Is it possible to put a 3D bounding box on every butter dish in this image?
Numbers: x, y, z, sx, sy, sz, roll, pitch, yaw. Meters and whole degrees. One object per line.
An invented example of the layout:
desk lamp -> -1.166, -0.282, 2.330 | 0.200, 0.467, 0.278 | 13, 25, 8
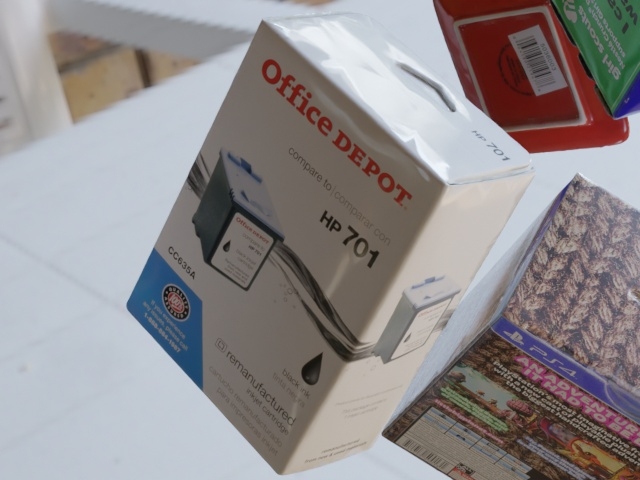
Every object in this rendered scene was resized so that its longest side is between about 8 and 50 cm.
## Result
butter dish -> 0.195, -0.163, 1.391 | 0.160, 0.160, 0.118 | -2, 26, 48

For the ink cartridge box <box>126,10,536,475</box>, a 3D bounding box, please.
ink cartridge box -> 0.000, 0.000, 0.860 | 0.082, 0.191, 0.139 | -12, 48, -48

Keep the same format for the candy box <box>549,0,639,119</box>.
candy box -> 0.322, -0.225, 1.080 | 0.268, 0.317, 0.122 | -16, 68, -15

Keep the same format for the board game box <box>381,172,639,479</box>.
board game box -> 0.216, 0.117, 1.338 | 0.232, 0.291, 0.141 | 32, 61, -2
